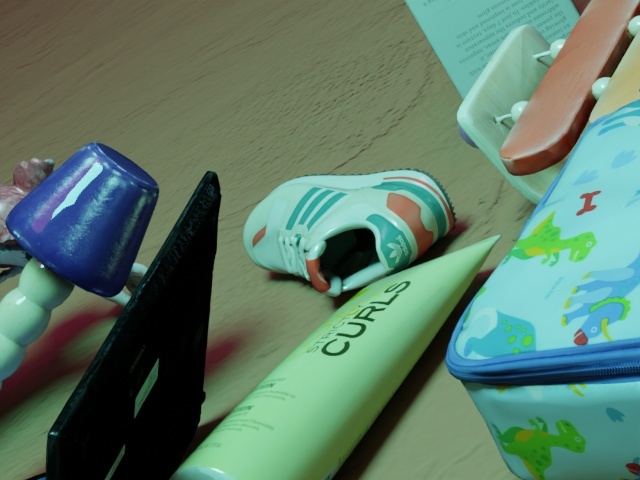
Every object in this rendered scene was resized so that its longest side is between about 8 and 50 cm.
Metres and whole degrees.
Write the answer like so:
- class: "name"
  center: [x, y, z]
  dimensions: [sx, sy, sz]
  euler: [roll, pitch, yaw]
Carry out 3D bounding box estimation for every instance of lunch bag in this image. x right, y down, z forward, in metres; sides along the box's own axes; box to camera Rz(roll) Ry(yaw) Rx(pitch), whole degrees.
- class: "lunch bag"
  center: [0.171, 0.008, 0.813]
  dimensions: [0.176, 0.090, 0.219]
  euler: [-6, 33, 44]

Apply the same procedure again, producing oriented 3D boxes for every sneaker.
- class: "sneaker"
  center: [0.000, 0.000, 1.112]
  dimensions: [0.161, 0.057, 0.075]
  euler: [-7, 26, 43]

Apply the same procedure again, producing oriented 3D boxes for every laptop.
- class: "laptop"
  center: [-0.153, 0.118, 0.945]
  dimensions: [0.137, 0.264, 0.234]
  euler: [12, 33, 8]

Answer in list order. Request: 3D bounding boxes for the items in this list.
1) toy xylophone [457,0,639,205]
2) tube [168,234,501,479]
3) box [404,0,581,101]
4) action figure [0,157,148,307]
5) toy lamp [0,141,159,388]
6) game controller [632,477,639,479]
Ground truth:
- class: "toy xylophone"
  center: [0.237, -0.114, 1.005]
  dimensions: [0.323, 0.081, 0.236]
  euler: [-20, 23, 28]
- class: "tube"
  center: [0.007, 0.070, 0.950]
  dimensions: [0.070, 0.062, 0.240]
  euler: [21, 40, 21]
- class: "box"
  center: [0.099, -0.169, 1.198]
  dimensions: [0.091, 0.170, 0.130]
  euler: [-30, 20, 8]
- class: "action figure"
  center: [-0.292, 0.023, 1.208]
  dimensions: [0.370, 0.275, 0.248]
  euler: [-34, 9, 36]
- class: "toy lamp"
  center: [-0.187, 0.067, 1.055]
  dimensions: [0.274, 0.080, 0.080]
  euler: [-53, 19, 6]
- class: "game controller"
  center: [0.120, 0.144, 0.633]
  dimensions: [0.319, 0.067, 0.166]
  euler: [-26, 35, 16]
